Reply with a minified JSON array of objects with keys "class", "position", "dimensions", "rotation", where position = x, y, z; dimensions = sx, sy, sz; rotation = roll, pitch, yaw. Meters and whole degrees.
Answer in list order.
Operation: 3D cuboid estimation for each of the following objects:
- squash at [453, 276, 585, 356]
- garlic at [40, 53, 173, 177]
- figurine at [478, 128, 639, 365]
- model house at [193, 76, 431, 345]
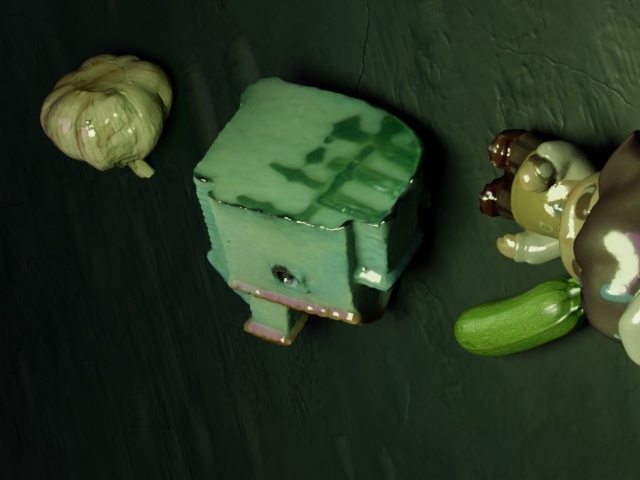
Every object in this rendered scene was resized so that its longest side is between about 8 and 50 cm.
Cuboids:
[{"class":"squash","position":[0.250,0.097,1.587],"dimensions":[0.219,0.068,0.077],"rotation":[-27,46,45]},{"class":"garlic","position":[-0.328,-0.176,2.067],"dimensions":[0.218,0.218,0.212],"rotation":[27,147,40]},{"class":"figurine","position":[0.299,-0.024,1.409],"dimensions":[0.365,0.206,0.218],"rotation":[29,105,41]},{"class":"model house","position":[0.000,0.000,1.751],"dimensions":[0.295,0.252,0.329],"rotation":[15,135,20]}]
